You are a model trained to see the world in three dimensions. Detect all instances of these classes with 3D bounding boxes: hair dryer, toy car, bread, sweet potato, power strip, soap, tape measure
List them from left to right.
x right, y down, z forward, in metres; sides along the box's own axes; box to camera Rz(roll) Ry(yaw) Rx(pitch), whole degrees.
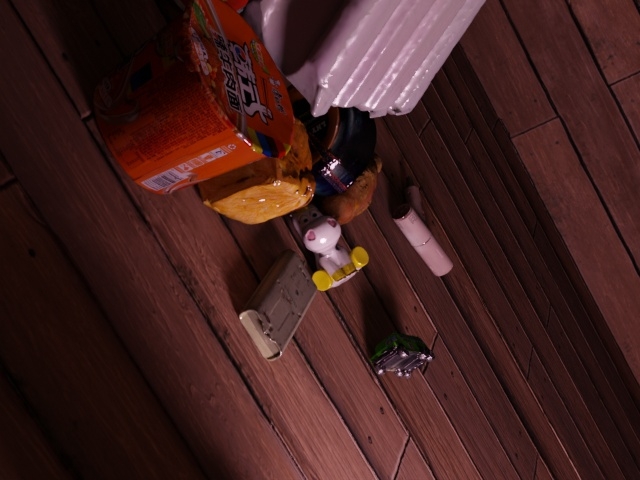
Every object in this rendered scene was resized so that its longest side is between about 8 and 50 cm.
[{"bbox_3d":[-0.100,-0.114,1.563,0.143,0.158,0.149,28,42,-61],"label":"bread"},{"bbox_3d":[-0.059,0.090,1.594,0.092,0.034,0.268,58,25,-14],"label":"power strip"},{"bbox_3d":[-0.004,-0.184,1.766,0.135,0.202,0.223,26,40,-51],"label":"tape measure"},{"bbox_3d":[0.066,-0.124,1.976,0.109,0.109,0.385,60,24,-12],"label":"sweet potato"},{"bbox_3d":[0.109,-0.422,1.553,0.213,0.435,0.350,45,24,20],"label":"soap"},{"bbox_3d":[0.148,0.210,1.865,0.165,0.071,0.062,18,37,-59],"label":"toy car"},{"bbox_3d":[0.227,-0.049,2.310,0.195,0.053,0.220,51,21,-30],"label":"hair dryer"}]

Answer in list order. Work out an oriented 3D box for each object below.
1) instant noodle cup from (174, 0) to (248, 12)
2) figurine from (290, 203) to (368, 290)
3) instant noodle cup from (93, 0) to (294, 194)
[{"bbox_3d":[-0.125,-0.536,1.694,0.294,0.308,0.294,44,26,-28],"label":"instant noodle cup"},{"bbox_3d":[0.000,0.000,1.756,0.178,0.109,0.129,55,-1,-20],"label":"figurine"},{"bbox_3d":[-0.183,-0.190,1.414,0.250,0.192,0.250,46,30,-36],"label":"instant noodle cup"}]
